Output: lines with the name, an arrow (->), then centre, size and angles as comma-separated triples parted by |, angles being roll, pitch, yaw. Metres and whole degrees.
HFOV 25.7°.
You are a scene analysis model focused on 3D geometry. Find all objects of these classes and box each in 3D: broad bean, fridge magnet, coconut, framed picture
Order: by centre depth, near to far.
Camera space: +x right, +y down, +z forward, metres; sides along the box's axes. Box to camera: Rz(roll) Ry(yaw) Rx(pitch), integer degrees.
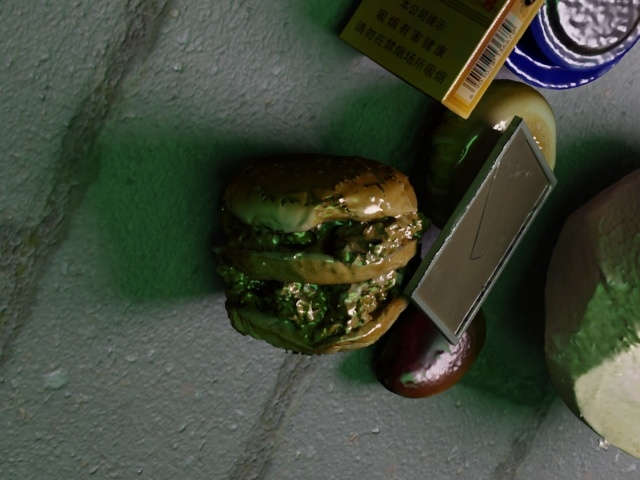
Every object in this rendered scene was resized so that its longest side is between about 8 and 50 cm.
framed picture -> 0.196, -0.007, 1.675 | 0.250, 0.016, 0.184 | -58, 149, -7
fridge magnet -> 0.314, -0.315, 1.726 | 0.265, 0.113, 0.265 | -10, 113, -25
coconut -> 0.491, 0.074, 1.830 | 0.405, 0.404, 0.404 | -9, 112, -22
broad bean -> 0.148, 0.138, 1.839 | 0.165, 0.084, 0.114 | -50, 119, -8

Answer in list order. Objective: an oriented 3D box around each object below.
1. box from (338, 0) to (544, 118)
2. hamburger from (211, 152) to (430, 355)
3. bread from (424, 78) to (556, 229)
box -> 0.168, -0.301, 1.618 | 0.274, 0.174, 0.076 | -57, 148, 7
hamburger -> 0.007, 0.007, 1.623 | 0.245, 0.260, 0.211 | -9, 109, -15
bread -> 0.205, -0.100, 1.757 | 0.213, 0.105, 0.213 | -23, 128, -34
